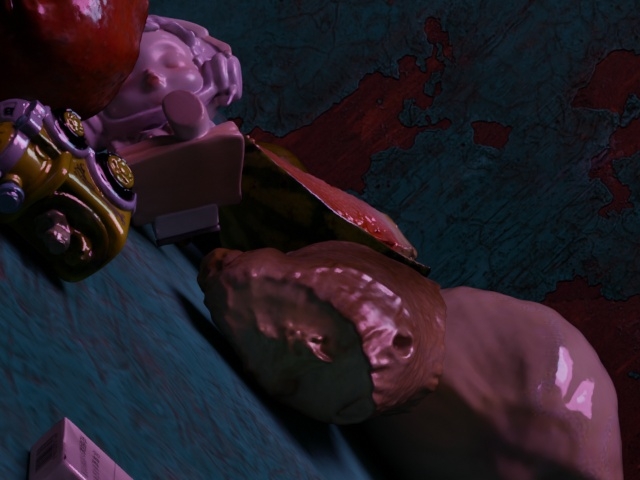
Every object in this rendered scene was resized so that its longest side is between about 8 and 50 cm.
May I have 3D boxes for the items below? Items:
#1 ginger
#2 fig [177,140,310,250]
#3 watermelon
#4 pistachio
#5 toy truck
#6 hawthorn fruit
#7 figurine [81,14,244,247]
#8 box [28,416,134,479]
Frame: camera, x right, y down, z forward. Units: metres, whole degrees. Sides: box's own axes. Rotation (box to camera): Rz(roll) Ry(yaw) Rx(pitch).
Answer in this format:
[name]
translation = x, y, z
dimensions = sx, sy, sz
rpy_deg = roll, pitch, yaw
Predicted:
[ginger]
translation = -0.005, 0.062, 1.375
dimensions = 0.221, 0.130, 0.276
rpy_deg = 17, 4, -24
[fig]
translation = -0.092, -0.025, 1.617
dimensions = 0.124, 0.124, 0.236
rpy_deg = 48, 27, 10
[watermelon]
translation = 0.021, 0.008, 1.570
dimensions = 0.128, 0.159, 0.303
rpy_deg = -2, -17, 33
[pistachio]
translation = 0.143, 0.145, 1.534
dimensions = 0.226, 0.207, 0.332
rpy_deg = 26, 2, -33
[toy truck]
translation = -0.163, -0.027, 1.003
dimensions = 0.111, 0.076, 0.077
rpy_deg = 45, 25, -28
[hawthorn fruit]
translation = -0.203, -0.159, 1.183
dimensions = 0.157, 0.157, 0.194
rpy_deg = 48, 3, 5
[figurine]
translation = -0.142, -0.116, 1.443
dimensions = 0.236, 0.163, 0.141
rpy_deg = -111, -170, -45
[box]
translation = -0.086, 0.116, 0.715
dimensions = 0.083, 0.024, 0.054
rpy_deg = 46, 3, -15
